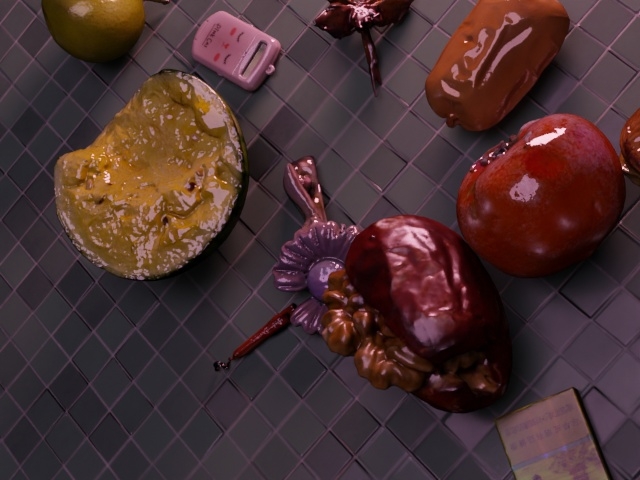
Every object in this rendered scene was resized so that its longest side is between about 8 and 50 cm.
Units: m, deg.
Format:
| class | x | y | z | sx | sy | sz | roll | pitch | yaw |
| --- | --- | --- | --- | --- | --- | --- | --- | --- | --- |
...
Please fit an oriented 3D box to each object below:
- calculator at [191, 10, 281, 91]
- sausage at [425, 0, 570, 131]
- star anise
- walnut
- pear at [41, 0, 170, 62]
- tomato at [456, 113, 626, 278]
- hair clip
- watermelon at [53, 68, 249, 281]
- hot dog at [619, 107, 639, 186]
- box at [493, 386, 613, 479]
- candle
| class | x | y | z | sx | sy | sz | roll | pitch | yaw |
| --- | --- | --- | --- | --- | --- | --- | --- | --- | --- |
| calculator | -0.141 | -0.317 | 2.018 | 0.175 | 0.032 | 0.100 | 32 | 91 | 30 |
| sausage | 0.254 | -0.267 | 1.753 | 0.241 | 0.120 | 0.136 | -51 | 49 | 7 |
| star anise | 0.071 | -0.321 | 1.907 | 0.158 | 0.144 | 0.140 | 0 | 31 | 20 |
| walnut | 0.128 | 0.106 | 1.636 | 0.269 | 0.244 | 0.222 | -124 | 31 | -47 |
| pear | -0.373 | -0.408 | 2.099 | 0.216 | 0.166 | 0.180 | -22 | 52 | -8 |
| tomato | 0.304 | -0.056 | 1.610 | 0.232 | 0.232 | 0.188 | -38 | 98 | 13 |
| hair clip | -0.004 | -0.003 | 1.839 | 0.173 | 0.069 | 0.300 | -27 | 66 | 18 |
| watermelon | -0.239 | -0.094 | 1.921 | 0.331 | 0.189 | 0.331 | 0 | 89 | 20 |
| hot dog | 0.524 | -0.159 | 1.588 | 0.272 | 0.122 | 0.196 | -45 | 59 | 14 |
| box | 0.321 | 0.308 | 1.610 | 0.121 | 0.030 | 0.193 | -26 | 66 | 19 |
| candle | -0.101 | 0.155 | 1.871 | 0.167 | 0.021 | 0.026 | -38 | 62 | 12 |
